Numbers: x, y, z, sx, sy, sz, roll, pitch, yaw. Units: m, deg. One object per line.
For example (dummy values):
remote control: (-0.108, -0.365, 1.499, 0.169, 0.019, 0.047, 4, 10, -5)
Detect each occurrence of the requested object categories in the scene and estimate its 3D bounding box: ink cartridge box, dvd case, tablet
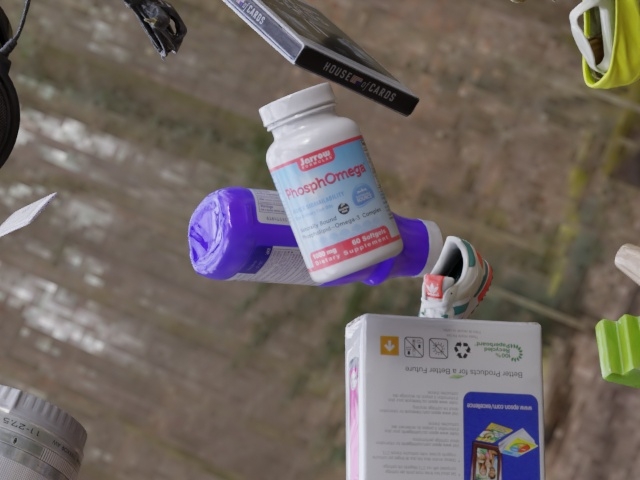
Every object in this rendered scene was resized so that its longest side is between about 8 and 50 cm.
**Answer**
ink cartridge box: (0.114, 0.254, 1.747, 0.069, 0.176, 0.371, 140, 132, -67)
dvd case: (-0.017, -0.225, 2.115, 0.179, 0.238, 0.029, 20, -72, -42)
tablet: (-0.323, -0.026, 2.110, 0.083, 0.006, 0.054, -20, 24, 45)

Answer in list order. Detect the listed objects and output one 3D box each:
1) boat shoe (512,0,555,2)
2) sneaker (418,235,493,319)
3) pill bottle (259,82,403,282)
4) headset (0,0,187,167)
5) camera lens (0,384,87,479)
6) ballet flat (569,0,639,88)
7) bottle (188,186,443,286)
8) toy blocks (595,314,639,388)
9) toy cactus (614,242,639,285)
boat shoe: (0.227, -0.378, 2.542, 0.089, 0.285, 0.104, 115, 171, -61)
sneaker: (0.109, 0.069, 1.846, 0.161, 0.057, 0.075, -64, -36, -20)
pill bottle: (0.006, -0.050, 1.674, 0.160, 0.087, 0.087, 69, -162, -1)
headset: (-0.318, -0.128, 1.728, 0.394, 0.185, 0.243, -36, 35, 13)
camera lens: (-0.486, 0.374, 2.868, 0.219, 0.219, 0.274, 85, -157, -64)
ballet flat: (0.280, -0.252, 1.931, 0.077, 0.077, 0.231, -23, -57, -18)
bottle: (0.000, 0.000, 2.153, 0.118, 0.283, 0.092, -39, 53, 55)
toy blocks: (0.431, 0.036, 1.427, 0.261, 0.381, 0.190, 129, 148, -47)
toy cactus: (0.429, 0.044, 2.306, 0.219, 0.180, 0.112, -5, -64, -46)
